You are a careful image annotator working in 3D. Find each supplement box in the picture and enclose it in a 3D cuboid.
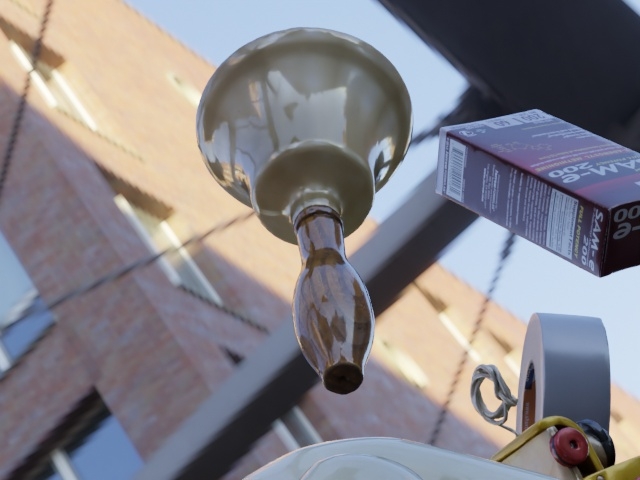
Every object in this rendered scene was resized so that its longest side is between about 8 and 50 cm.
[{"bbox_3d":[0.231,-0.049,1.610,0.130,0.239,0.073,-13,-62,-33],"label":"supplement box"}]

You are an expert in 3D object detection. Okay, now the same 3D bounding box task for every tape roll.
[{"bbox_3d":[0.258,0.188,1.841,0.072,0.219,0.219,5,-46,0],"label":"tape roll"}]

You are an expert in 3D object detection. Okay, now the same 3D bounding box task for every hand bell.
[{"bbox_3d":[0.000,0.000,0.887,0.126,0.242,0.126,-2,-56,-4],"label":"hand bell"}]

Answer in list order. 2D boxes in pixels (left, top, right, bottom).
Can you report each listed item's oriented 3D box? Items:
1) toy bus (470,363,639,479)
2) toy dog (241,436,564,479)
[{"bbox_3d":[0.204,0.196,1.234,0.104,0.191,0.202,-13,-66,-35],"label":"toy bus"},{"bbox_3d":[0.152,0.252,0.996,0.408,0.395,0.284,1,-77,-4],"label":"toy dog"}]
